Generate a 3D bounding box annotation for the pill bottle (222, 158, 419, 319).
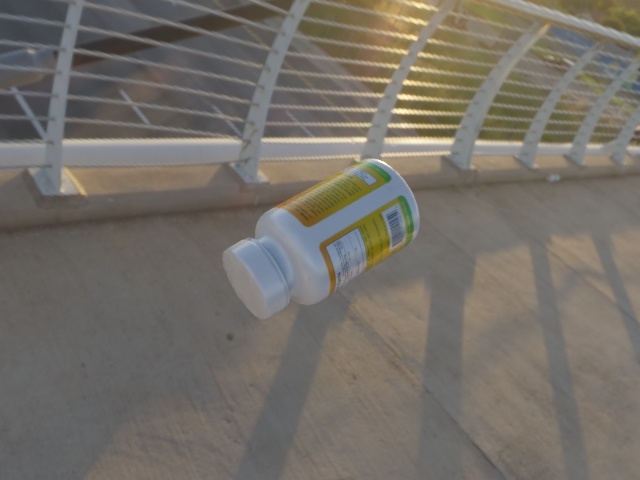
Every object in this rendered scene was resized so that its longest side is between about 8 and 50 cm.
[{"bbox_3d":[0.000,0.000,0.830,0.246,0.136,0.136,-30,59,-25],"label":"pill bottle"}]
